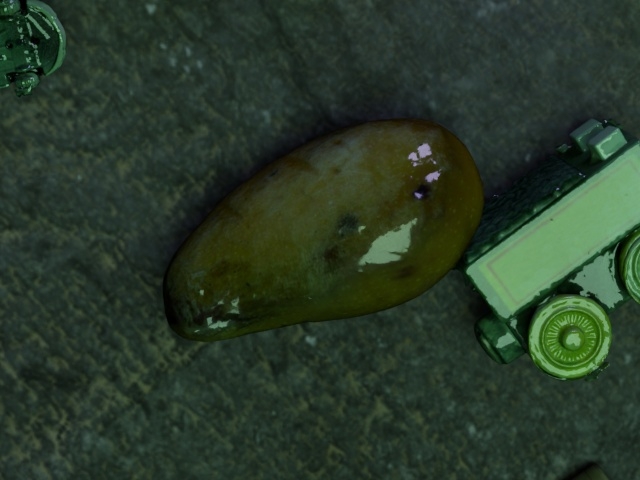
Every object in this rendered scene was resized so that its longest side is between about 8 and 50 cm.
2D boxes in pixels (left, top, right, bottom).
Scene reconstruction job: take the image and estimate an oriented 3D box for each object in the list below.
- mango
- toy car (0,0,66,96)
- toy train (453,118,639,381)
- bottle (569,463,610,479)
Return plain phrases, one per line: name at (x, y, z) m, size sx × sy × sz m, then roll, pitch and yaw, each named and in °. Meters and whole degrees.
mango at (0.002, -0.003, 1.627) m, size 0.329 × 0.176 × 0.176 m, roll -24°, pitch 104°, yaw 13°
toy car at (-0.329, -0.179, 1.573) m, size 0.186 × 0.058 × 0.093 m, roll -10°, pitch 110°, yaw 6°
toy train at (0.261, 0.011, 1.686) m, size 0.271 × 0.159 × 0.188 m, roll -36°, pitch 104°, yaw 3°
bottle at (0.278, 0.290, 1.837) m, size 0.096 × 0.045 × 0.045 m, roll -36°, pitch 110°, yaw 2°
